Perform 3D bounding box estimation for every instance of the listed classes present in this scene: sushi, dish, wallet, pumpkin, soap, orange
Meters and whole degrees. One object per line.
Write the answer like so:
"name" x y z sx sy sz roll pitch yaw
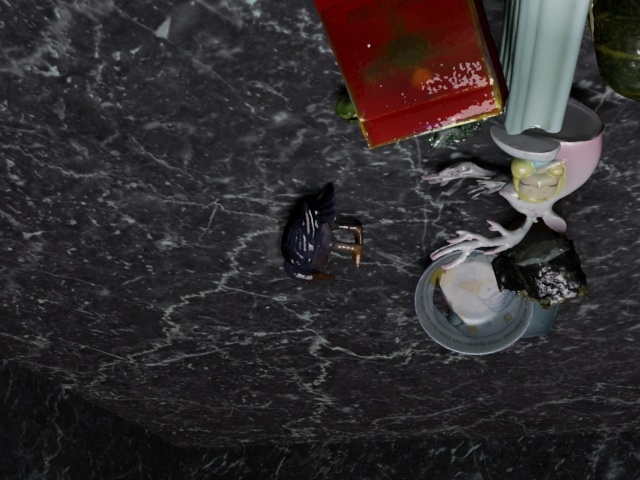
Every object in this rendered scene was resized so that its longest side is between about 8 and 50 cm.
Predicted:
"sushi" 0.414 0.058 1.315 0.147 0.115 0.212 -23 -171 0
"dish" 0.368 0.126 1.664 0.274 0.134 0.273 4 110 12
"wallet" 0.480 0.189 1.830 0.291 0.054 0.251 -2 149 7
"pumpkin" 0.420 -0.275 0.835 0.157 0.223 0.223 17 160 36
"soap" 0.304 -0.292 0.961 0.088 0.159 0.265 -1 148 8
"orange" 0.454 0.017 1.491 0.155 0.134 0.154 -7 131 -9

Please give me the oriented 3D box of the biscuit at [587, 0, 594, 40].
"biscuit" 0.481 -0.363 0.924 0.252 0.052 0.150 -11 140 24

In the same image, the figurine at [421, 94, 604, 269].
"figurine" 0.329 -0.115 1.246 0.285 0.206 0.315 -6 141 6

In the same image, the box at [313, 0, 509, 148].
"box" 0.108 -0.297 0.911 0.198 0.089 0.313 -13 112 25

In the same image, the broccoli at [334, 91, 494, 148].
"broccoli" 0.136 -0.244 1.089 0.275 0.177 0.198 7 157 21

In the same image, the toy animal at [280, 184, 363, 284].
"toy animal" 0.000 0.000 1.517 0.186 0.122 0.298 1 147 7
